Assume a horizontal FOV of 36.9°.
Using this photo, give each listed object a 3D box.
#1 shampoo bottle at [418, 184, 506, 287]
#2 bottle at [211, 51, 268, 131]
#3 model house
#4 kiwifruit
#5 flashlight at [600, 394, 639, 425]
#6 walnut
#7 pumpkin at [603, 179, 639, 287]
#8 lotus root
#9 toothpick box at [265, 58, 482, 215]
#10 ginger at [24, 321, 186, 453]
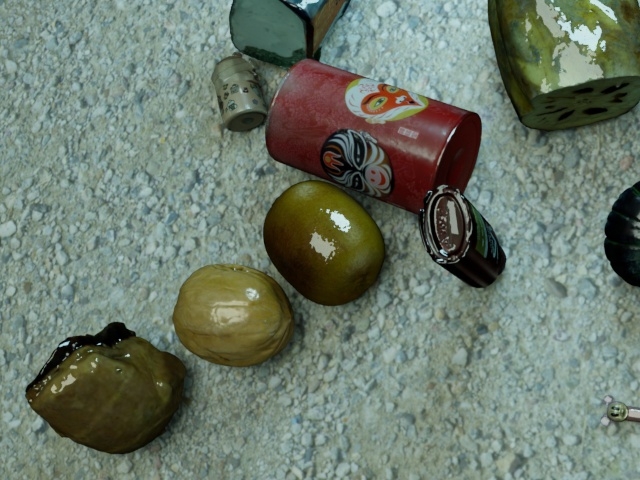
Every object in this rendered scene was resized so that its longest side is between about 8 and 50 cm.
[{"bbox_3d":[0.238,0.007,1.545,0.084,0.323,0.129,-13,74,18],"label":"shampoo bottle"},{"bbox_3d":[-0.162,-0.299,1.885,0.099,0.099,0.152,-21,71,16],"label":"bottle"},{"bbox_3d":[-0.021,-0.483,1.808,0.184,0.253,0.291,32,72,11],"label":"model house"},{"bbox_3d":[0.000,0.000,1.710,0.234,0.196,0.196,40,94,25],"label":"kiwifruit"},{"bbox_3d":[0.509,0.281,1.545,0.110,0.031,0.052,6,81,22],"label":"flashlight"},{"bbox_3d":[-0.154,0.135,1.736,0.222,0.195,0.195,3,80,26],"label":"walnut"},{"bbox_3d":[0.549,-0.009,1.526,0.194,0.150,0.194,0,89,26],"label":"pumpkin"},{"bbox_3d":[0.404,-0.372,1.608,0.250,0.250,0.346,-17,77,17],"label":"lotus root"},{"bbox_3d":[0.093,-0.181,1.706,0.333,0.204,0.204,23,88,23],"label":"toothpick box"},{"bbox_3d":[-0.382,0.287,1.753,0.223,0.269,0.200,40,111,8],"label":"ginger"}]
